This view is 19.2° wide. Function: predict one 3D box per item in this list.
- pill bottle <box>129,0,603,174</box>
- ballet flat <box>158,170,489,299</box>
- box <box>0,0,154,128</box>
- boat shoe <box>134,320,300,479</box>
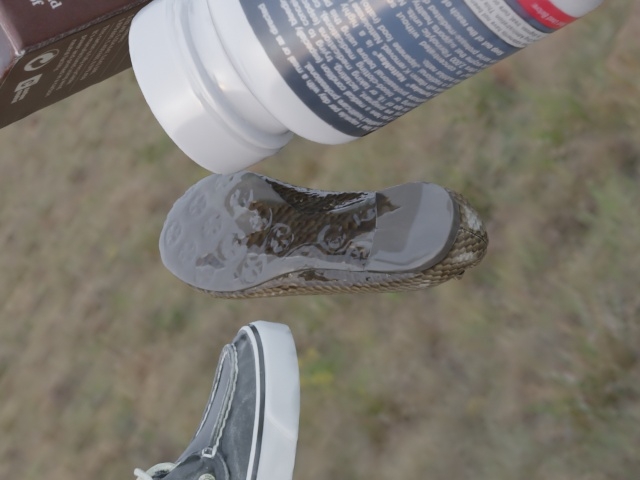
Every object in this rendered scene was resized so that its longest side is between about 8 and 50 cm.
[{"bbox_3d":[0.015,-0.101,0.765,0.180,0.108,0.108,-28,23,24],"label":"pill bottle"},{"bbox_3d":[0.000,0.000,1.134,0.250,0.058,0.084,-2,71,42],"label":"ballet flat"},{"bbox_3d":[-0.098,-0.236,1.192,0.381,0.191,0.143,-29,-6,-29],"label":"box"},{"bbox_3d":[-0.058,0.134,0.897,0.078,0.070,0.219,126,157,-60],"label":"boat shoe"}]
